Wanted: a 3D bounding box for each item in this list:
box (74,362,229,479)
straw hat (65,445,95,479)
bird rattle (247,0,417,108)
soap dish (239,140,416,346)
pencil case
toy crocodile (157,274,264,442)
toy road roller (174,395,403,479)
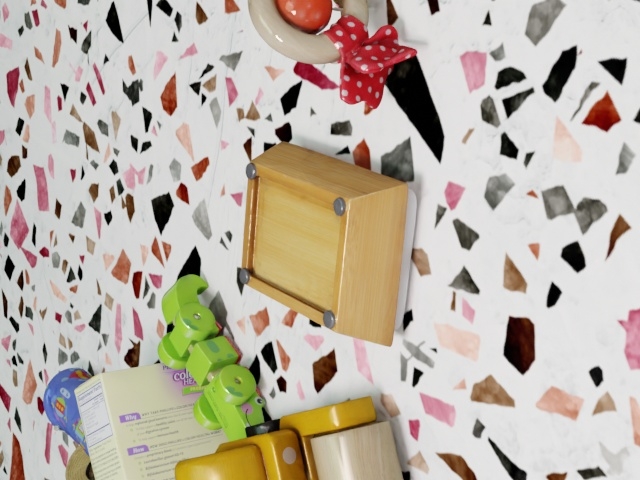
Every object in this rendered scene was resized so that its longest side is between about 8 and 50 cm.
[{"bbox_3d":[-0.276,0.339,1.887,0.117,0.213,0.243,-32,70,49],"label":"box"},{"bbox_3d":[-0.436,0.460,2.228,0.144,0.144,0.061,38,165,43],"label":"straw hat"},{"bbox_3d":[0.004,-0.297,1.460,0.143,0.206,0.254,145,123,-68],"label":"bird rattle"},{"bbox_3d":[0.000,0.000,1.559,0.291,0.118,0.229,24,114,50],"label":"soap dish"},{"bbox_3d":[-0.442,0.361,2.180,0.306,0.119,0.133,25,85,49],"label":"pencil case"},{"bbox_3d":[-0.175,0.208,1.843,0.340,0.105,0.115,56,134,25],"label":"toy crocodile"},{"bbox_3d":[-0.056,0.357,1.581,0.329,0.240,0.203,-24,76,51],"label":"toy road roller"}]
